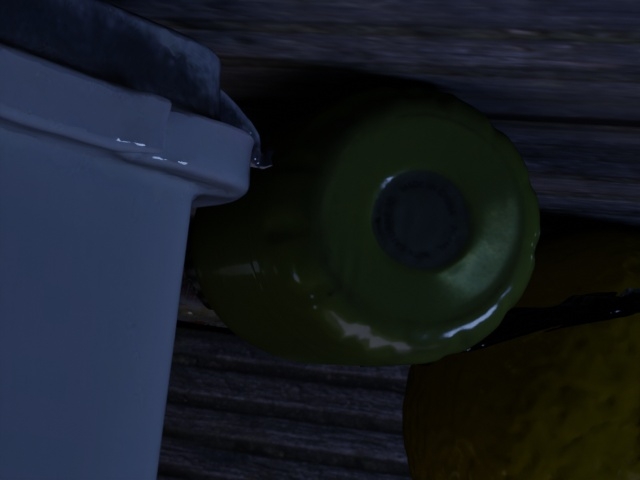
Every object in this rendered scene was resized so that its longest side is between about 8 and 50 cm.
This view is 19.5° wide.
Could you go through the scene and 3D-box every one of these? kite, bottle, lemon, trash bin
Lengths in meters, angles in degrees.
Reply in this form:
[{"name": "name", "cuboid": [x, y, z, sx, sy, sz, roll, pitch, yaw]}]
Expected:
[{"name": "kite", "cuboid": [0.152, 0.025, 0.872, 0.285, 0.015, 0.152, -15, -177, -9]}, {"name": "bottle", "cuboid": [0.000, 0.000, 0.830, 0.112, 0.112, 0.260, 9, 174, -17]}, {"name": "lemon", "cuboid": [0.162, 0.106, 1.102, 0.228, 0.228, 0.253, 8, -170, -6]}, {"name": "trash bin", "cuboid": [-0.169, 0.092, 0.591, 0.256, 0.368, 0.296, -4, 170, 29]}]

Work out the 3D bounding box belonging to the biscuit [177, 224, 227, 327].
[{"name": "biscuit", "cuboid": [-0.144, 0.020, 1.443, 0.186, 0.079, 0.309, 2, 174, 30]}]
